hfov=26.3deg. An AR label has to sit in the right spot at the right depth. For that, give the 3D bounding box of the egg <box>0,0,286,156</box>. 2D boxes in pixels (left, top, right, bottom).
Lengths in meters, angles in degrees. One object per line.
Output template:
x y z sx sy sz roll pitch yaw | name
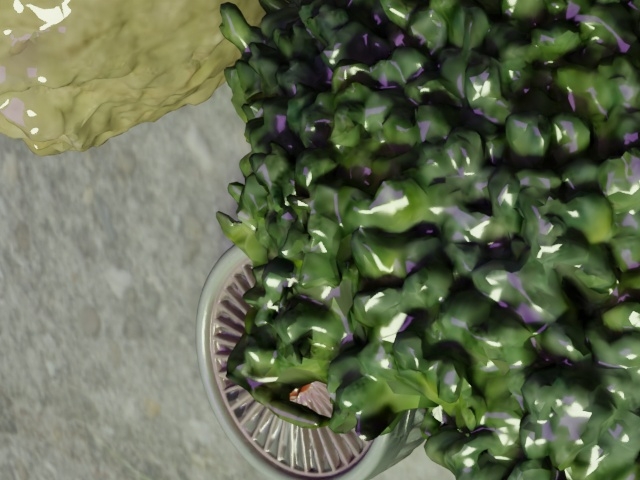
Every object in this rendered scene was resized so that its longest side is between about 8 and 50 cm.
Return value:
-0.137 -0.191 0.573 0.279 0.279 0.310 -40 79 43 | egg

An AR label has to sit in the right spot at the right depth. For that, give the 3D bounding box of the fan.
0.000 0.000 0.653 0.130 0.074 0.244 13 109 40 | fan

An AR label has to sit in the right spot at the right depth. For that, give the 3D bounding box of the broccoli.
0.096 0.000 0.498 0.248 0.245 0.288 -9 70 15 | broccoli
